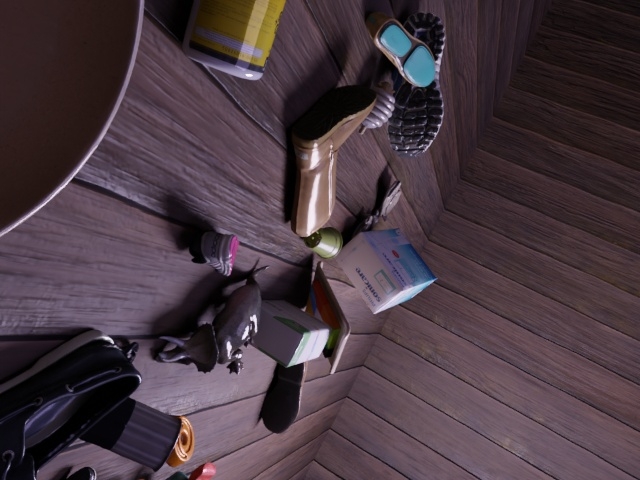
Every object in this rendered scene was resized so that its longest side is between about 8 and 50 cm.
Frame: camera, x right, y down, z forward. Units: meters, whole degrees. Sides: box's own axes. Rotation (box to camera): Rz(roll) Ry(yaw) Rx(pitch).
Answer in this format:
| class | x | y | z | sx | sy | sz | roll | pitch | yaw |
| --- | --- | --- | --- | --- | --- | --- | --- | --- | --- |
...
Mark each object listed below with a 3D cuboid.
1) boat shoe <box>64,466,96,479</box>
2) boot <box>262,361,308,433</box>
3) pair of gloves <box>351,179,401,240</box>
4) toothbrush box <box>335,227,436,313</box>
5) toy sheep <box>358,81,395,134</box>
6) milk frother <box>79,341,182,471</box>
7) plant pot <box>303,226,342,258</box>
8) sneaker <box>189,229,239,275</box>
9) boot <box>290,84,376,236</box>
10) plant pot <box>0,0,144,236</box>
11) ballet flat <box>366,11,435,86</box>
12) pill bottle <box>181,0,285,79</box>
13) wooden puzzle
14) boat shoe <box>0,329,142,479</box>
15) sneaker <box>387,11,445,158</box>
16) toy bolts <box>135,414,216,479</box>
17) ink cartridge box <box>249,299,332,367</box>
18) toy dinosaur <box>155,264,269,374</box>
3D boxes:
| class | x | y | z | sx | sy | sz | roll | pitch | yaw |
| --- | --- | --- | --- | --- | --- | --- | --- | --- | --- |
| boat shoe | -0.411 | 0.415 | 0.813 | 0.133 | 0.049 | 0.042 | -47 | 164 | -28 |
| boot | -0.095 | 0.460 | 1.610 | 0.115 | 0.112 | 0.305 | -41 | 151 | -69 |
| pair of gloves | 0.176 | -0.076 | 1.667 | 0.240 | 0.042 | 0.204 | -54 | 166 | -7 |
| toothbrush box | 0.207 | 0.085 | 1.610 | 0.126 | 0.216 | 0.296 | -43 | 161 | 27 |
| toy sheep | 0.124 | -0.301 | 1.182 | 0.132 | 0.091 | 0.091 | -65 | 161 | 6 |
| milk frother | -0.278 | 0.252 | 0.799 | 0.143 | 0.135 | 0.129 | -57 | -162 | 0 |
| plant pot | 0.000 | 0.000 | 1.285 | 0.079 | 0.083 | 0.083 | 18 | 99 | -59 |
| sneaker | -0.180 | 0.017 | 0.869 | 0.170 | 0.075 | 0.063 | 131 | -27 | -77 |
| boot | 0.018 | -0.168 | 1.096 | 0.236 | 0.089 | 0.269 | -39 | 152 | -28 |
| plant pot | -0.260 | -0.142 | 0.248 | 0.284 | 0.191 | 0.284 | -51 | 157 | -32 |
| ballet flat | 0.173 | -0.409 | 1.099 | 0.080 | 0.073 | 0.232 | -45 | 145 | 14 |
| pill bottle | -0.092 | -0.293 | 0.610 | 0.103 | 0.103 | 0.184 | -19 | 134 | -63 |
| wooden puzzle | 0.008 | 0.209 | 1.391 | 0.044 | 0.238 | 0.221 | -8 | 143 | -18 |
| boat shoe | -0.360 | 0.247 | 0.622 | 0.340 | 0.113 | 0.127 | -38 | 149 | -50 |
| sneaker | 0.235 | -0.364 | 1.256 | 0.147 | 0.130 | 0.329 | -56 | 153 | -78 |
| toy bolts | -0.331 | 0.492 | 1.070 | 0.228 | 0.159 | 0.218 | 61 | 17 | -56 |
| ink cartridge box | -0.082 | 0.212 | 1.223 | 0.093 | 0.154 | 0.212 | -64 | 161 | 4 |
| toy dinosaur | -0.164 | 0.161 | 1.005 | 0.313 | 0.121 | 0.160 | -45 | 168 | -32 |
